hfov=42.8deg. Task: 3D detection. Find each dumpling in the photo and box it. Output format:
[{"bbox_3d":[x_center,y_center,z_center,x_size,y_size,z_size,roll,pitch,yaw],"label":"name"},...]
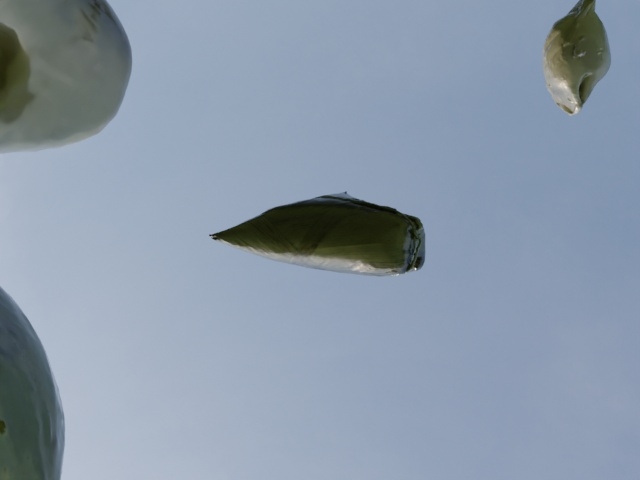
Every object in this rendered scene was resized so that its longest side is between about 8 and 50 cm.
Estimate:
[{"bbox_3d":[0.174,-0.129,0.573,0.043,0.059,0.077,-18,-78,-6],"label":"dumpling"}]

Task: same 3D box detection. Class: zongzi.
[{"bbox_3d":[0.000,0.000,0.536,0.104,0.113,0.052,16,-71,55],"label":"zongzi"}]

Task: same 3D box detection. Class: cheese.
[{"bbox_3d":[-0.328,-0.132,0.642,0.130,0.328,0.351,38,-85,42],"label":"cheese"}]

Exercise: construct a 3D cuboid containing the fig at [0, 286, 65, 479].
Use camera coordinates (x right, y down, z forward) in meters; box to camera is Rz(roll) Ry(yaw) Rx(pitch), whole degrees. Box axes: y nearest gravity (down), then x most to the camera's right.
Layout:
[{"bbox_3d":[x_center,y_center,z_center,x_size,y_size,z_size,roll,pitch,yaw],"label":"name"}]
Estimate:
[{"bbox_3d":[-0.367,0.149,0.636,0.344,0.343,0.343,-11,-117,23],"label":"fig"}]
